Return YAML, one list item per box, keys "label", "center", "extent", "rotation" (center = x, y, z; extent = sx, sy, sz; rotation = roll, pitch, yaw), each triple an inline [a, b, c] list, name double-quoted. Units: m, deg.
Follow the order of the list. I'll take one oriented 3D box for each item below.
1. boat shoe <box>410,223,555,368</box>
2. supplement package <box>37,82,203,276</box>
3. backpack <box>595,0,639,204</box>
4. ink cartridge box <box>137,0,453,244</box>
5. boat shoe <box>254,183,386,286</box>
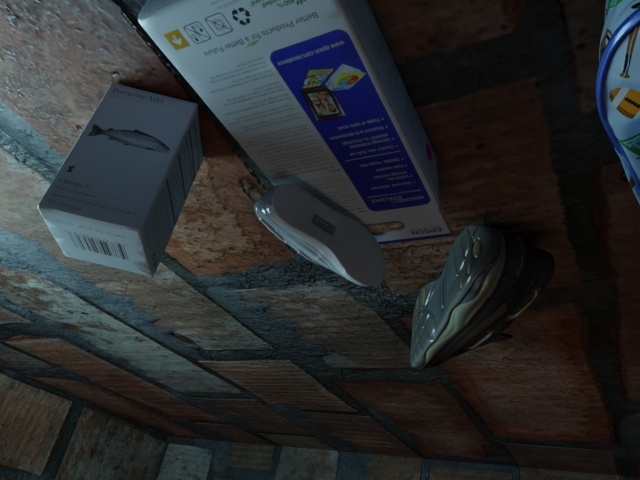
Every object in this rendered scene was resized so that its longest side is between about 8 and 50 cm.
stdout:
- label: "boat shoe"
  center: [0.225, 0.114, 0.765]
  extent: [0.130, 0.132, 0.355]
  rotation: [13, 149, 0]
- label: "supplement package"
  center: [-0.211, -0.069, 0.578]
  extent: [0.105, 0.179, 0.105]
  rotation: [13, 148, -1]
- label: "backpack"
  center: [0.314, -0.104, 0.338]
  extent: [0.277, 0.213, 0.263]
  rotation: [-16, 128, 42]
- label: "ink cartridge box"
  center: [0.005, -0.118, 0.537]
  extent: [0.176, 0.069, 0.371]
  rotation: [-7, 141, 28]
- label: "boat shoe"
  center: [0.000, 0.000, 0.616]
  extent: [0.184, 0.066, 0.063]
  rotation: [29, 159, -29]
